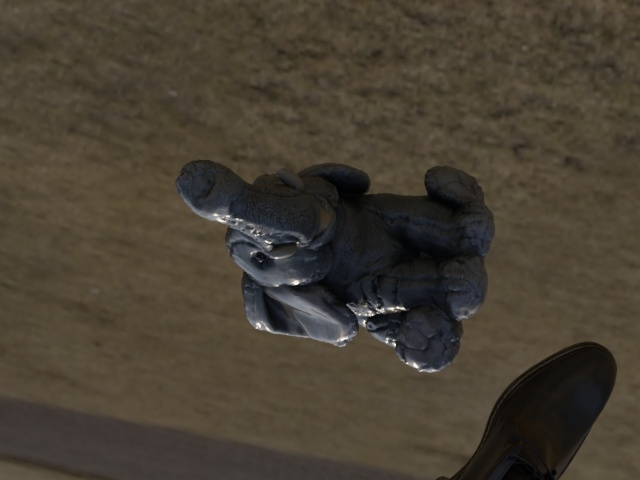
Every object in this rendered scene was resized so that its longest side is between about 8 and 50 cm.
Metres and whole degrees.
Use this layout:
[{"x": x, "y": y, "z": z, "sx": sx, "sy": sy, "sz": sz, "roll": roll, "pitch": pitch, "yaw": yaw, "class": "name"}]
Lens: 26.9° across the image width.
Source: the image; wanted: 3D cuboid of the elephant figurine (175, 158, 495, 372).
[{"x": 0.000, "y": 0.000, "z": 1.024, "sx": 0.239, "sy": 0.169, "sz": 0.186, "roll": 11, "pitch": 125, "yaw": -8, "class": "elephant figurine"}]

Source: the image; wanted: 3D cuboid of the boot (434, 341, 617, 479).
[{"x": 0.154, "y": 0.165, "z": 0.958, "sx": 0.082, "sy": 0.219, "sz": 0.106, "roll": 45, "pitch": 171, "yaw": -13, "class": "boot"}]
